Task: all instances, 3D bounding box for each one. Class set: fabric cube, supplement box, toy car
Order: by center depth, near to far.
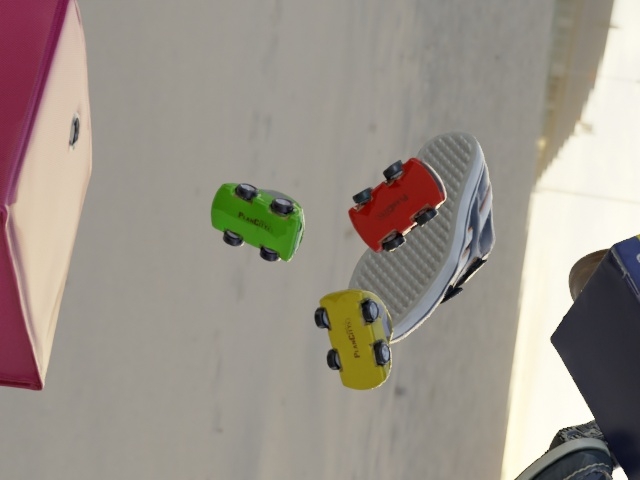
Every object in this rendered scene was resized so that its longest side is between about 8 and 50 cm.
[{"bbox_3d":[-0.345,-0.055,1.112,0.254,0.259,0.258,96,-2,-50],"label":"fabric cube"},{"bbox_3d":[0.421,0.071,1.164,0.195,0.356,0.194,105,-38,-61],"label":"supplement box"},{"bbox_3d":[0.000,0.000,1.255,0.053,0.225,0.239,-26,136,-59],"label":"toy car"}]

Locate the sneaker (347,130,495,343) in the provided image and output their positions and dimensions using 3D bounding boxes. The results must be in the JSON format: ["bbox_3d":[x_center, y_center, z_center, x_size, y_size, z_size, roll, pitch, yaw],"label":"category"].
[{"bbox_3d":[0.141,0.020,1.650,0.321,0.126,0.127,-61,142,-30],"label":"sneaker"}]

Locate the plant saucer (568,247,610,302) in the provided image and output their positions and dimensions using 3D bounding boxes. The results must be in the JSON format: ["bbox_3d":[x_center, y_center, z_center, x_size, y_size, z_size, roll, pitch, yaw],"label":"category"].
[{"bbox_3d":[0.444,0.098,1.665,0.278,0.278,0.041,91,21,-65],"label":"plant saucer"}]

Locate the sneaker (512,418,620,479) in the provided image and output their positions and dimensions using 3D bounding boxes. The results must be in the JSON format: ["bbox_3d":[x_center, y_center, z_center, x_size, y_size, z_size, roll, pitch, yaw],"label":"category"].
[{"bbox_3d":[0.253,0.226,1.298,0.170,0.051,0.089,1,119,-43],"label":"sneaker"}]

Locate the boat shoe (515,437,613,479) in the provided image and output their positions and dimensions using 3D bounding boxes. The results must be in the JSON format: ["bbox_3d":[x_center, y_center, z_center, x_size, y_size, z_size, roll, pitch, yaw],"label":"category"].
[{"bbox_3d":[0.173,0.274,1.086,0.254,0.095,0.079,-59,-151,23],"label":"boat shoe"}]
